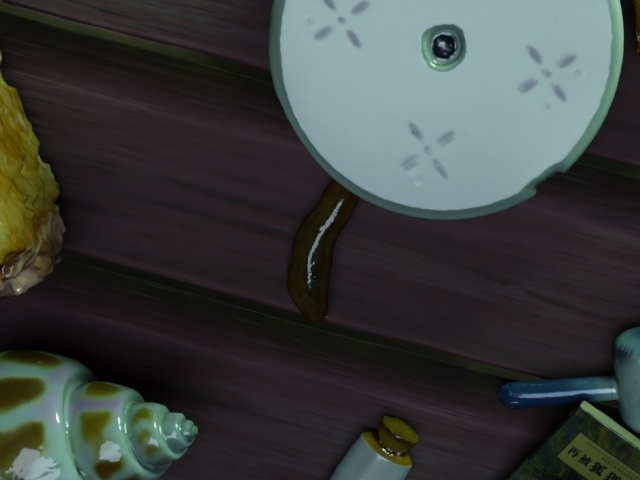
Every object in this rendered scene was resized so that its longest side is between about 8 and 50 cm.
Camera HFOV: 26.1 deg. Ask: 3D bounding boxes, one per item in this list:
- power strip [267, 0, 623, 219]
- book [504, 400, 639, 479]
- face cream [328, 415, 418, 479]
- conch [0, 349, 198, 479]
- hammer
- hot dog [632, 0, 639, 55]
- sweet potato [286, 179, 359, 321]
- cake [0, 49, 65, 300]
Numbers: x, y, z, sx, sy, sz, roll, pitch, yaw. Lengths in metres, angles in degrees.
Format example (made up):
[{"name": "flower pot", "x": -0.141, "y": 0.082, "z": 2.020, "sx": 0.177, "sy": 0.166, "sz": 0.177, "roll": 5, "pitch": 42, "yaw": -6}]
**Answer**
[{"name": "power strip", "x": 0.116, "y": -0.206, "z": 1.353, "sx": 0.357, "sy": 0.161, "sz": 0.358, "roll": 1, "pitch": 103, "yaw": 4}, {"name": "book", "x": 0.281, "y": 0.293, "z": 1.513, "sx": 0.160, "sy": 0.024, "sz": 0.228, "roll": 35, "pitch": 121, "yaw": -4}, {"name": "face cream", "x": 0.044, "y": 0.280, "z": 1.550, "sx": 0.072, "sy": 0.051, "sz": 0.182, "roll": 31, "pitch": 107, "yaw": -2}, {"name": "conch", "x": -0.298, "y": 0.236, "z": 1.476, "sx": 0.368, "sy": 0.197, "sz": 0.249, "roll": 5, "pitch": 121, "yaw": 45}, {"name": "hammer", "x": 0.289, "y": 0.157, "z": 1.488, "sx": 0.193, "sy": 0.069, "sz": 0.116, "roll": -6, "pitch": 106, "yaw": 12}, {"name": "hot dog", "x": 0.366, "y": -0.279, "z": 1.314, "sx": 0.150, "sy": 0.153, "sz": 0.257, "roll": -2, "pitch": 105, "yaw": 7}, {"name": "sweet potato", "x": -0.001, "y": -0.001, "z": 1.481, "sx": 0.054, "sy": 0.053, "sz": 0.182, "roll": 28, "pitch": 107, "yaw": 39}, {"name": "cake", "x": -0.446, "y": -0.025, "z": 1.389, "sx": 0.306, "sy": 0.314, "sz": 0.293, "roll": -23, "pitch": 103, "yaw": 9}]
